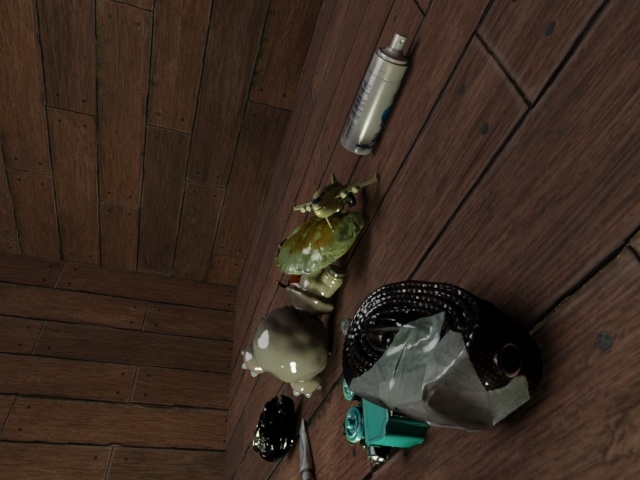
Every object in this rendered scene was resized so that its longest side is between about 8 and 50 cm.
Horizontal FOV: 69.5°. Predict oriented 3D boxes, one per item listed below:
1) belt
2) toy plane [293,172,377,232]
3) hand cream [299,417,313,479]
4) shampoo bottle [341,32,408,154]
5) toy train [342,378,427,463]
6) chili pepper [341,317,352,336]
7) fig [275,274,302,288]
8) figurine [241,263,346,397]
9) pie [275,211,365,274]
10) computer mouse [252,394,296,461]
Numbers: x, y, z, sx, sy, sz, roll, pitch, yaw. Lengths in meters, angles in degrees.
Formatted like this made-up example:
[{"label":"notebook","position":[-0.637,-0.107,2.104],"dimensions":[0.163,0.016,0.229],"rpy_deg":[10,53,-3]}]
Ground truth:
[{"label":"belt","position":[0.137,0.148,0.632],"dimensions":[0.289,0.164,0.184],"rpy_deg":[-16,46,62]},{"label":"toy plane","position":[0.027,-0.106,1.169],"dimensions":[0.104,0.242,0.256],"rpy_deg":[64,-158,-22]},{"label":"hand cream","position":[-0.047,0.609,1.322],"dimensions":[0.052,0.038,0.216],"rpy_deg":[-50,17,12]},{"label":"shampoo bottle","position":[0.143,-0.367,1.163],"dimensions":[0.092,0.092,0.303],"rpy_deg":[-98,24,-49]},{"label":"toy train","position":[0.113,0.285,0.826],"dimensions":[0.154,0.107,0.197],"rpy_deg":[129,149,-46]},{"label":"chili pepper","position":[0.079,0.219,1.102],"dimensions":[0.050,0.041,0.153],"rpy_deg":[60,171,-13]},{"label":"fig","position":[-0.057,0.160,1.478],"dimensions":[0.128,0.150,0.128],"rpy_deg":[23,123,39]},{"label":"figurine","position":[-0.052,0.233,1.291],"dimensions":[0.203,0.248,0.380],"rpy_deg":[103,-169,-87]},{"label":"pie","position":[-0.006,0.006,1.248],"dimensions":[0.105,0.257,0.274],"rpy_deg":[58,167,-18]},{"label":"computer mouse","position":[-0.134,0.607,1.470],"dimensions":[0.078,0.147,0.241],"rpy_deg":[16,106,47]}]
